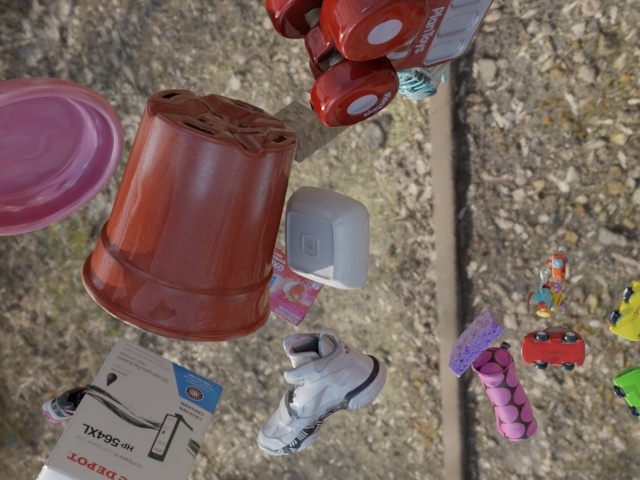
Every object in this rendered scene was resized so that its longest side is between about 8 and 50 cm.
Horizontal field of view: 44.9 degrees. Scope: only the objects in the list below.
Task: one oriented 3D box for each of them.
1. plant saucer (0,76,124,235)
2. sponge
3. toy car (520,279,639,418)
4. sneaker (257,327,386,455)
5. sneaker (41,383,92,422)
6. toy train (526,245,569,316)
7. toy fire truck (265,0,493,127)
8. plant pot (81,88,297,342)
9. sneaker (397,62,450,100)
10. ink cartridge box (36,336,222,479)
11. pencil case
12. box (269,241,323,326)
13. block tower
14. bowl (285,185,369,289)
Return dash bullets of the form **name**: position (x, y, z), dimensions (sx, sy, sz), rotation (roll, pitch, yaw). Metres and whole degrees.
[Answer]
- **plant saucer**: position (-0.496, -0.146, 1.284), dimensions (0.084, 0.332, 0.332), rotation (53, 145, 26)
- **sponge**: position (0.290, 0.186, 1.453), dimensions (0.031, 0.210, 0.117), rotation (42, 99, 6)
- **toy car**: position (0.465, 0.187, 1.212), dimensions (0.239, 0.053, 0.225), rotation (-33, 99, 26)
- **sneaker**: position (-0.046, 0.337, 1.766), dimensions (0.366, 0.137, 0.210), rotation (-37, 118, 19)
- **sneaker**: position (-0.532, 0.358, 1.740), dimensions (0.077, 0.178, 0.072), rotation (-33, 84, 22)
- **toy train**: position (0.437, 0.080, 1.497), dimensions (0.046, 0.166, 0.125), rotation (2, 101, 34)
- **toy fire truck**: position (0.092, -0.274, 0.844), dimensions (0.169, 0.254, 0.302), rotation (64, 162, 18)
- **plant pot**: position (-0.161, -0.047, 1.056), dimensions (0.272, 0.272, 0.265), rotation (33, 117, 29)
- **sneaker**: position (0.165, -0.298, 1.336), dimensions (0.110, 0.283, 0.122), rotation (3, 111, 31)
- **ink cartridge box**: position (-0.218, 0.234, 0.900), dimensions (0.148, 0.203, 0.086), rotation (28, 125, -9)
- **pencil case**: position (0.376, 0.312, 1.586), dimensions (0.098, 0.095, 0.209), rotation (33, 151, 57)
- **box**: position (-0.123, 0.062, 1.682), dimensions (0.257, 0.122, 0.128), rotation (32, -174, -1)
- **block tower**: position (-0.010, -0.277, 1.749), dimensions (0.091, 0.335, 0.097), rotation (36, 156, 36)
- **bowl**: position (0.000, 0.000, 1.122), dimensions (0.142, 0.053, 0.142), rotation (19, 118, 37)
